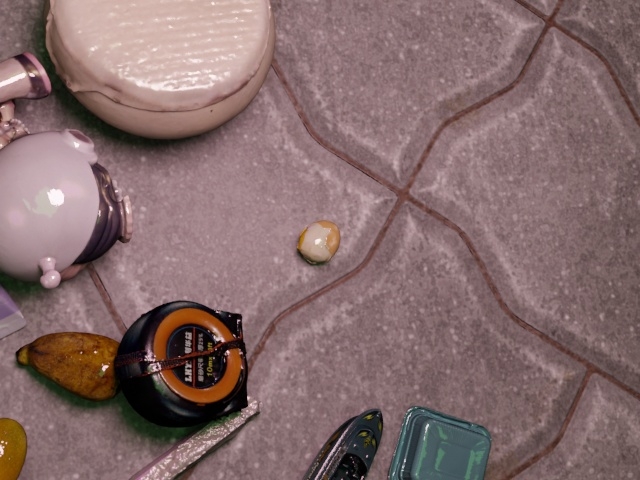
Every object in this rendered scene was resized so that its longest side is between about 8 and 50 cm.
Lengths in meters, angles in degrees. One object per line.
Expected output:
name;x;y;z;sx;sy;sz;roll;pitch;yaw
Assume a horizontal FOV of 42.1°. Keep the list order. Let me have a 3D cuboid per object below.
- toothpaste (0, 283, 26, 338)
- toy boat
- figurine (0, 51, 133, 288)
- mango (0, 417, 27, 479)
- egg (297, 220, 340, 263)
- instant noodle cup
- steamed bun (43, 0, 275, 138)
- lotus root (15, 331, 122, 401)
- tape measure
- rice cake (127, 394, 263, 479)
toothpaste;-0.622;0.006;1.341;0.125;0.080;0.371;-30;94;-16
toy boat;0.039;0.394;1.429;0.093;0.103;0.246;46;67;-29
figurine;-0.482;-0.091;1.316;0.361;0.253;0.211;54;36;-4
mango;-0.553;0.372;1.291;0.227;0.099;0.136;-40;85;-24
egg;0.000;0.000;1.493;0.071;0.071;0.083;37;72;-6
instant noodle cup;0.224;0.390;1.489;0.179;0.070;0.157;19;76;-9
steamed bun;-0.264;-0.339;1.391;0.375;0.241;0.374;3;77;-11
lotus root;-0.404;0.198;1.355;0.191;0.094;0.108;16;49;-5
tape measure;-0.221;0.201;1.352;0.223;0.135;0.202;15;58;-37
rice cake;-0.212;0.348;1.397;0.270;0.055;0.049;-35;76;-16
